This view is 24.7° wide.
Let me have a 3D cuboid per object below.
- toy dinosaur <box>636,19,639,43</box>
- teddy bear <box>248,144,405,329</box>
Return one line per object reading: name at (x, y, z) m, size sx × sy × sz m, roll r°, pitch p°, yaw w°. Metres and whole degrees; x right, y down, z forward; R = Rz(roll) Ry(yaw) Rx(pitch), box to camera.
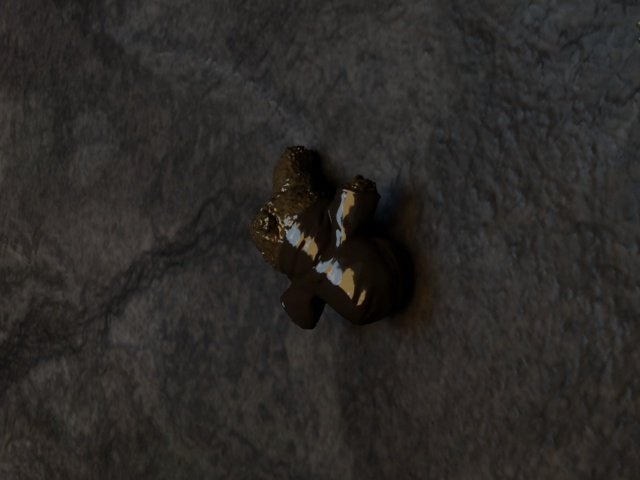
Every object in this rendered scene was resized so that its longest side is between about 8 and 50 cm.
toy dinosaur at (0.217, -0.117, 0.800) m, size 0.119 × 0.029 × 0.060 m, roll -46°, pitch 71°, yaw 32°
teddy bear at (-0.008, -0.002, 1.016) m, size 0.160 × 0.078 × 0.119 m, roll 42°, pitch 116°, yaw 43°
